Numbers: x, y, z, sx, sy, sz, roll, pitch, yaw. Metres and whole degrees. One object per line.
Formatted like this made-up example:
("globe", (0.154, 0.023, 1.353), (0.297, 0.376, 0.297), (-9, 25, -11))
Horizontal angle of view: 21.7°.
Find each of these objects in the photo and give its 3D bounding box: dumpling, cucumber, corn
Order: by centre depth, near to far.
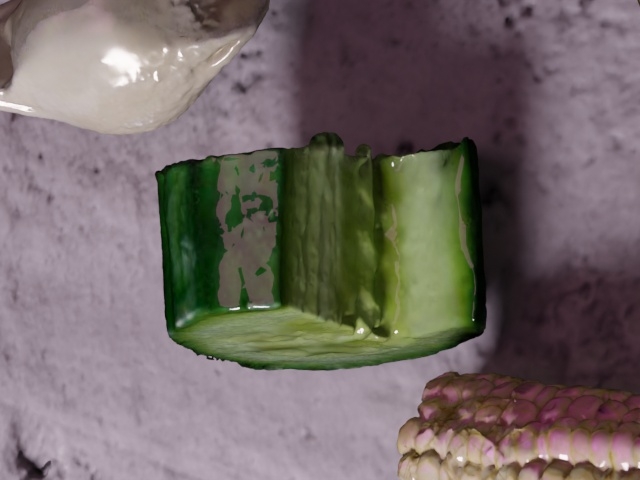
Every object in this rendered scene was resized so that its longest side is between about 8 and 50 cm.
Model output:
("corn", (0.181, 0.135, 0.853), (0.335, 0.126, 0.127), (14, 92, 39))
("cucumber", (-0.008, 0.002, 0.978), (0.191, 0.191, 0.130), (-14, 74, 34))
("dumpling", (-0.132, -0.158, 1.138), (0.216, 0.126, 0.166), (-33, 38, 38))

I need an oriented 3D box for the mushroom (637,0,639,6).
("mushroom", (0.214, -0.181, 0.812), (0.212, 0.217, 0.292), (-27, 69, 35))
